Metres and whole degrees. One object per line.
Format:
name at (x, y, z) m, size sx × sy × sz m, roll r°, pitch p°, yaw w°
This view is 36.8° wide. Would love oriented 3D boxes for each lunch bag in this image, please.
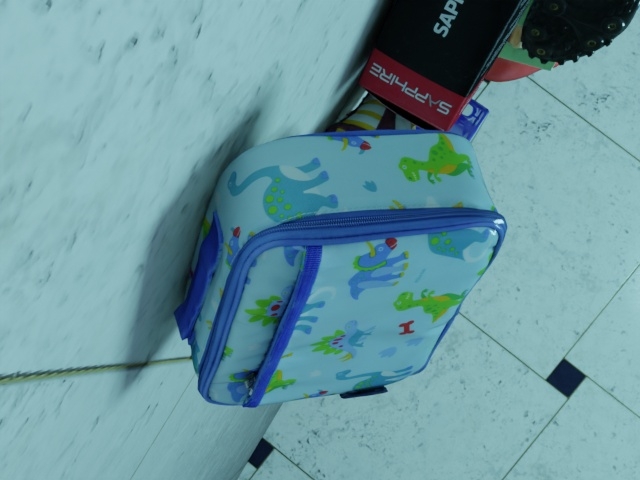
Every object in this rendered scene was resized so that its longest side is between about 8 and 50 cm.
lunch bag at (0.003, 0.027, 0.617) m, size 0.219 × 0.176 × 0.090 m, roll 115°, pitch -34°, yaw -51°

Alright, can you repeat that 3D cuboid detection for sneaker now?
sneaker at (0.253, -0.251, 0.828) m, size 0.237 × 0.085 × 0.086 m, roll -60°, pitch -173°, yaw 43°
sneaker at (0.040, -0.097, 0.832) m, size 0.185 × 0.083 × 0.070 m, roll -88°, pitch 174°, yaw -50°

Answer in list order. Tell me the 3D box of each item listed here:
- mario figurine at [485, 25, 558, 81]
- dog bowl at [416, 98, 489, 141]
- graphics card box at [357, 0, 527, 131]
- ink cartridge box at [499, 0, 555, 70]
mario figurine at (0.286, -0.380, 1.376) m, size 0.170 × 0.198 × 0.321 m, roll -119°, pitch -141°, yaw -47°
dog bowl at (0.124, -0.094, 1.336) m, size 0.265 × 0.104 × 0.265 m, roll -58°, pitch 175°, yaw -9°
graphics card box at (0.167, -0.286, 0.743) m, size 0.233 × 0.094 × 0.371 m, roll -54°, pitch 174°, yaw -51°
ink cartridge box at (0.270, -0.332, 1.154) m, size 0.235 × 0.056 × 0.171 m, roll -59°, pitch -148°, yaw 4°
